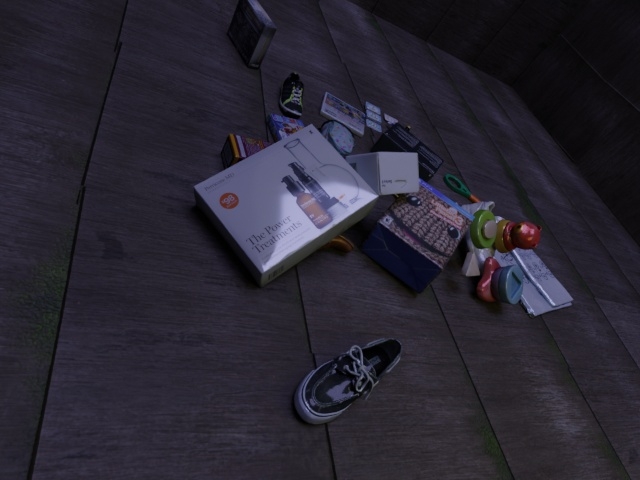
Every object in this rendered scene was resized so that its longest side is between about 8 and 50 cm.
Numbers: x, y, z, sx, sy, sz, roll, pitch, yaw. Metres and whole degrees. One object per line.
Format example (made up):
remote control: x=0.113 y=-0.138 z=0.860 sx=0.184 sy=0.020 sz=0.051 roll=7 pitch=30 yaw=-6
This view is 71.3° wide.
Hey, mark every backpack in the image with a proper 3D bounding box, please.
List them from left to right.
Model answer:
backpack: x=0.050 y=-0.342 z=1.582 sx=0.152 sy=0.115 sz=0.182 roll=30 pitch=42 yaw=-13

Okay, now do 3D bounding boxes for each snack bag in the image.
snack bag: x=0.817 y=0.136 z=1.756 sx=0.342 sy=0.037 sz=0.323 roll=-3 pitch=54 yaw=-39

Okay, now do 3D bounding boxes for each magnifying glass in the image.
magnifying glass: x=0.641 y=-0.212 z=1.978 sx=0.231 sy=0.026 sz=0.092 roll=38 pitch=38 yaw=3

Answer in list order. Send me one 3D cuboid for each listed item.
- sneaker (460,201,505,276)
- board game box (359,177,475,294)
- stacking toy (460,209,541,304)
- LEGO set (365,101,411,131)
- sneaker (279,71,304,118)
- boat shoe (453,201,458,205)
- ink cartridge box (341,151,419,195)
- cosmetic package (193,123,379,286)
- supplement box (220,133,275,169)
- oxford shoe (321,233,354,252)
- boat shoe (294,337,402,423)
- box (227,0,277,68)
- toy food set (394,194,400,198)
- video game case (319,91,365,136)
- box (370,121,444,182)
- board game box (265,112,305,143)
sneaker: x=0.595 y=-0.010 z=1.604 sx=0.114 sy=0.152 sz=0.305 roll=34 pitch=46 yaw=-55
board game box: x=0.303 y=-0.023 z=1.385 sx=0.232 sy=0.141 sz=0.291 roll=37 pitch=49 yaw=8
stacking toy: x=0.604 y=0.047 z=1.464 sx=0.279 sy=0.130 sz=0.309 roll=27 pitch=73 yaw=-39
LEGO set: x=0.318 y=-0.537 z=2.025 sx=0.244 sy=0.060 sz=0.182 roll=21 pitch=45 yaw=-20
sneaker: x=-0.105 y=-0.561 z=1.691 sx=0.084 sy=0.097 sz=0.234 roll=12 pitch=45 yaw=-28
boat shoe: x=0.484 y=-0.073 z=1.689 sx=0.081 sy=0.079 sz=0.227 roll=56 pitch=37 yaw=-9
ink cartridge box: x=0.123 y=-0.195 z=1.347 sx=0.211 sy=0.289 sz=0.121 roll=-12 pitch=101 yaw=-46
cosmetic package: x=-0.084 y=-0.103 z=1.146 sx=0.377 sy=0.097 sz=0.284 roll=-34 pitch=72 yaw=-24
supplement box: x=-0.187 y=-0.237 z=1.322 sx=0.188 sy=0.081 sz=0.104 roll=6 pitch=48 yaw=-33
oxford shoe: x=0.000 y=0.000 z=1.259 sx=0.212 sy=0.076 sz=0.076 roll=23 pitch=71 yaw=-23
boat shoe: x=0.076 y=0.294 z=0.981 sx=0.306 sy=0.105 sz=0.113 roll=-9 pitch=58 yaw=-43
box: x=-0.274 y=-0.821 z=1.752 sx=0.056 sy=0.183 sz=0.231 roll=-6 pitch=55 yaw=-41
toy food set: x=0.340 y=-0.195 z=1.691 sx=0.218 sy=0.071 sz=0.128 roll=44 pitch=39 yaw=7
video game case: x=0.096 y=-0.530 z=1.874 sx=0.201 sy=0.023 sz=0.183 roll=25 pitch=41 yaw=-13
box: x=0.359 y=-0.347 z=1.831 sx=0.261 sy=0.103 sz=0.184 roll=41 pitch=36 yaw=3
board game box: x=-0.097 y=-0.350 z=1.539 sx=0.136 sy=0.035 sz=0.201 roll=4 pitch=50 yaw=-35
